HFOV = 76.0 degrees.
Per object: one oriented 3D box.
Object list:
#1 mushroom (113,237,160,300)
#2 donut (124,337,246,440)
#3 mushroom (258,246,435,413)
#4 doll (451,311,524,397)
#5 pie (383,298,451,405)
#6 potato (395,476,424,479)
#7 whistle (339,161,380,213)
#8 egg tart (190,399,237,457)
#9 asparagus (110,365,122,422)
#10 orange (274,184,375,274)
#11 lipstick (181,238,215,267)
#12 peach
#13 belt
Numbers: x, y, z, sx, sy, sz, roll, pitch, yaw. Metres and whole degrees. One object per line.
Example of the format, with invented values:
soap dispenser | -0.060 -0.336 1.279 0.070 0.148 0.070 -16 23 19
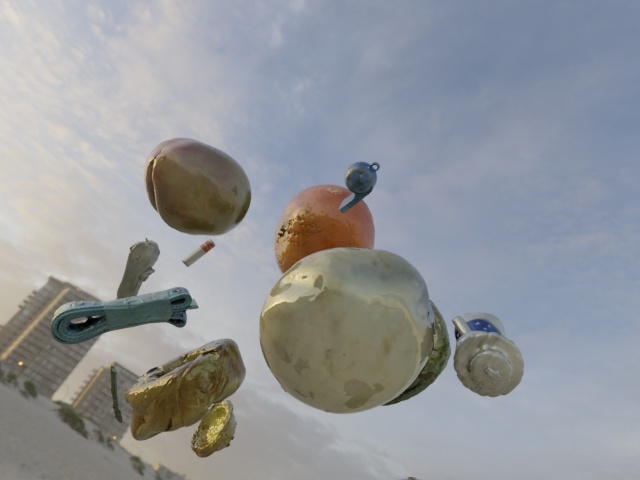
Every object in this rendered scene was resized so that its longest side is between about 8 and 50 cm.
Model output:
mushroom | -0.634 0.120 1.397 0.099 0.277 0.096 22 7 -31
donut | -0.393 0.428 1.201 0.360 0.360 0.169 -24 -88 43
mushroom | 0.030 0.145 0.770 0.314 0.314 0.336 40 -7 -17
doll | 0.318 0.212 0.805 0.119 0.293 0.138 -45 -97 13
pie | 0.154 0.253 0.997 0.324 0.323 0.070 0 -47 29
potato | 0.156 0.456 0.678 0.164 0.081 0.200 49 -47 3
whistle | 0.088 -0.147 1.037 0.090 0.090 0.158 42 -57 -19
egg tart | -0.384 0.700 1.515 0.213 0.212 0.090 -18 -53 41
asparagus | -0.832 0.626 1.662 0.027 0.235 0.034 -11 -5 18
orange | 0.000 0.000 1.493 0.327 0.423 0.424 7 -31 -27
lipstick | -0.460 0.047 1.547 0.038 0.131 0.038 38 -26 22
peach | -0.331 -0.146 1.098 0.292 0.247 0.292 45 -11 11
belt | -0.438 0.169 0.938 0.072 0.303 0.087 -161 -112 -63
